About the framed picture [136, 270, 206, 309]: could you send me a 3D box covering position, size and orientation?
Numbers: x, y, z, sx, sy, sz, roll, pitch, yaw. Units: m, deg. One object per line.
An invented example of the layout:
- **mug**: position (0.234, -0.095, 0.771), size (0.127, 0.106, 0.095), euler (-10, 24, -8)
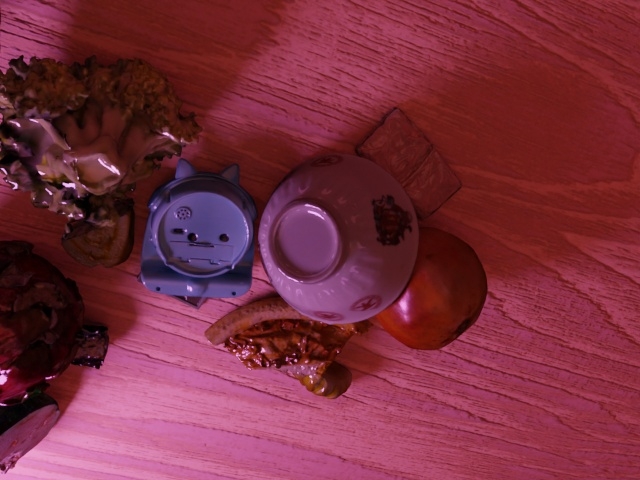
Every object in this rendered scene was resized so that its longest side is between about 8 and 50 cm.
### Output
- **framed picture**: position (-0.266, 0.035, 1.397), size (0.150, 0.015, 0.203), euler (29, 107, -21)

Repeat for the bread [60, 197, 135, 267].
- **bread**: position (-0.406, -0.002, 1.306), size (0.156, 0.103, 0.110), euler (-24, 112, 9)

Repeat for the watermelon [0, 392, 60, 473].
- **watermelon**: position (-0.652, 0.371, 1.359), size (0.224, 0.180, 0.305), euler (-1, 157, -15)

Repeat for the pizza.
- **pizza**: position (-0.068, 0.211, 1.463), size (0.366, 0.074, 0.182), euler (4, 91, -7)

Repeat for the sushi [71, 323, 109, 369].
- **sushi**: position (-0.485, 0.211, 1.401), size (0.084, 0.094, 0.098), euler (12, 96, -19)

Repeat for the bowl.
- **bowl**: position (0.000, 0.000, 1.253), size (0.337, 0.157, 0.337), euler (1, 92, 24)

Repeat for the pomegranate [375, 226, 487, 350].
- **pomegranate**: position (0.205, 0.085, 1.390), size (0.229, 0.270, 0.252), euler (-29, 153, -23)

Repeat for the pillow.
- **pillow**: position (0.184, -0.151, 1.373), size (0.126, 0.043, 0.232), euler (-43, 112, 6)

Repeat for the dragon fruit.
- **dragon fruit**: position (-0.604, 0.158, 1.238), size (0.329, 0.329, 0.329), euler (-4, 116, -8)

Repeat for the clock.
- **clock**: position (-0.233, -0.022, 1.315), size (0.224, 0.094, 0.274), euler (3, 115, -14)

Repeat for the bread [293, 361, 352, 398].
- **bread**: position (0.003, 0.315, 1.536), size (0.157, 0.094, 0.083), euler (26, 104, -28)

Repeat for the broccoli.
- **broccoli**: position (-0.375, -0.152, 1.140), size (0.348, 0.281, 0.293), euler (-2, 113, -12)
